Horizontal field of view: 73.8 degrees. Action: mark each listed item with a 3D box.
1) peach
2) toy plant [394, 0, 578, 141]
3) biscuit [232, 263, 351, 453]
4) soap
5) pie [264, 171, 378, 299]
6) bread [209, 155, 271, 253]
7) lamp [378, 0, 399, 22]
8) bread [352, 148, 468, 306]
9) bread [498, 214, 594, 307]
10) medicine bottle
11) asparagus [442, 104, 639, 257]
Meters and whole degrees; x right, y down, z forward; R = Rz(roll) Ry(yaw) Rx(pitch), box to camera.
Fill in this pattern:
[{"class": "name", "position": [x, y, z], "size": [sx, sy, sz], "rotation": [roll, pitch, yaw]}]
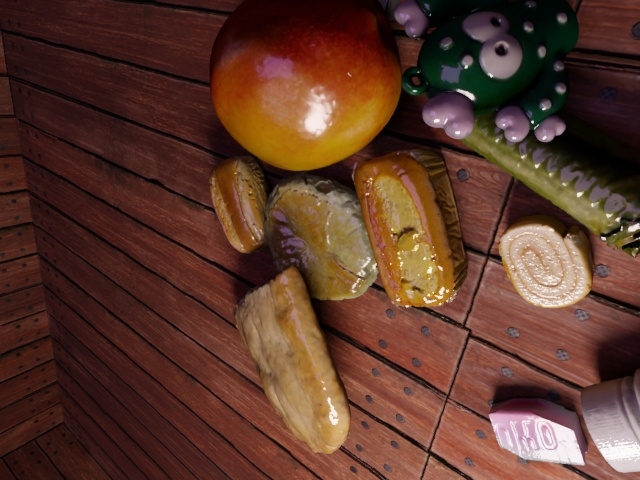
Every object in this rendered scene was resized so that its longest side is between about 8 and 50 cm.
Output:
[{"class": "peach", "position": [-0.018, -0.273, 0.716], "size": [0.333, 0.308, 0.307], "rotation": [-23, 91, 48]}, {"class": "toy plant", "position": [0.220, -0.242, 0.568], "size": [0.244, 0.112, 0.232], "rotation": [2, 78, -3]}, {"class": "biscuit", "position": [-0.087, 0.292, 1.018], "size": [0.429, 0.104, 0.445], "rotation": [-19, 92, 59]}, {"class": "soap", "position": [0.385, 0.341, 0.771], "size": [0.149, 0.056, 0.100], "rotation": [-16, 93, 40]}, {"class": "pie", "position": [0.000, 0.000, 0.931], "size": [0.307, 0.071, 0.306], "rotation": [11, 112, 29]}, {"class": "bread", "position": [-0.186, -0.083, 1.039], "size": [0.140, 0.106, 0.236], "rotation": [-18, 94, 38]}, {"class": "lamp", "position": [0.048, -0.543, 0.735], "size": [0.267, 0.047, 0.268], "rotation": [31, 122, 26]}, {"class": "bread", "position": [0.166, -0.023, 0.778], "size": [0.153, 0.119, 0.287], "rotation": [-9, 100, 43]}, {"class": "bread", "position": [0.361, 0.028, 0.676], "size": [0.122, 0.073, 0.149], "rotation": [-23, 93, 35]}, {"class": "medicine bottle", "position": [0.512, 0.232, 0.578], "size": [0.252, 0.145, 0.144], "rotation": [-33, 84, 39]}, {"class": "asparagus", "position": [0.335, -0.126, 0.616], "size": [0.382, 0.108, 0.128], "rotation": [42, 106, 22]}]
